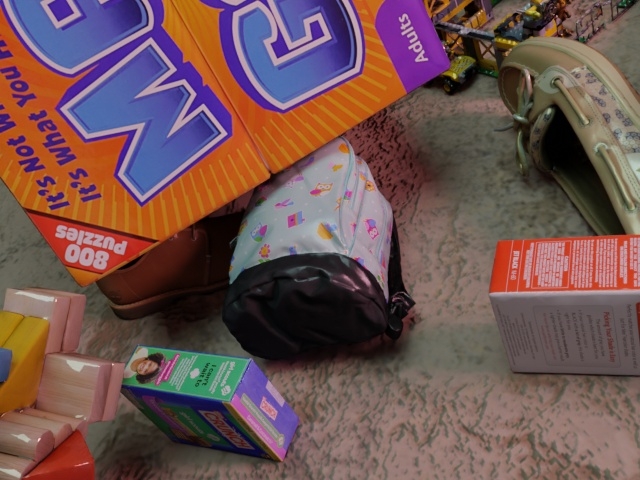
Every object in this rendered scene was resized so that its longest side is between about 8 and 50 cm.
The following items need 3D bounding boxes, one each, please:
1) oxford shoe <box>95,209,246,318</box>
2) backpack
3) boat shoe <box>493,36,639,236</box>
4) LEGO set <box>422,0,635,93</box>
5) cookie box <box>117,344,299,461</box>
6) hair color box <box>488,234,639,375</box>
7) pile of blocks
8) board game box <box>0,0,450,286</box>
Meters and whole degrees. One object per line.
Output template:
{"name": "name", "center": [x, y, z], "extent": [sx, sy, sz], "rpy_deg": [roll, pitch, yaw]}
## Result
{"name": "oxford shoe", "center": [-0.120, 0.005, 0.721], "extent": [0.212, 0.076, 0.076], "rpy_deg": [-24, 39, 1]}
{"name": "backpack", "center": [0.000, 0.000, 0.631], "extent": [0.152, 0.115, 0.182], "rpy_deg": [-10, 40, 23]}
{"name": "boat shoe", "center": [0.213, -0.077, 0.606], "extent": [0.089, 0.104, 0.285], "rpy_deg": [-26, 41, -3]}
{"name": "LEGO set", "center": [0.221, -0.325, 0.795], "extent": [0.331, 0.192, 0.255], "rpy_deg": [-36, 42, -11]}
{"name": "cookie box", "center": [-0.084, 0.122, 0.564], "extent": [0.107, 0.092, 0.040], "rpy_deg": [1, 50, 29]}
{"name": "hair color box", "center": [0.205, 0.044, 0.492], "extent": [0.167, 0.093, 0.053], "rpy_deg": [-2, 47, 26]}
{"name": "pile of blocks", "center": [-0.207, 0.159, 0.420], "extent": [0.113, 0.149, 0.362], "rpy_deg": [8, 49, 12]}
{"name": "board game box", "center": [-0.164, -0.239, 0.706], "extent": [0.356, 0.356, 0.356], "rpy_deg": [-31, 20, -5]}
